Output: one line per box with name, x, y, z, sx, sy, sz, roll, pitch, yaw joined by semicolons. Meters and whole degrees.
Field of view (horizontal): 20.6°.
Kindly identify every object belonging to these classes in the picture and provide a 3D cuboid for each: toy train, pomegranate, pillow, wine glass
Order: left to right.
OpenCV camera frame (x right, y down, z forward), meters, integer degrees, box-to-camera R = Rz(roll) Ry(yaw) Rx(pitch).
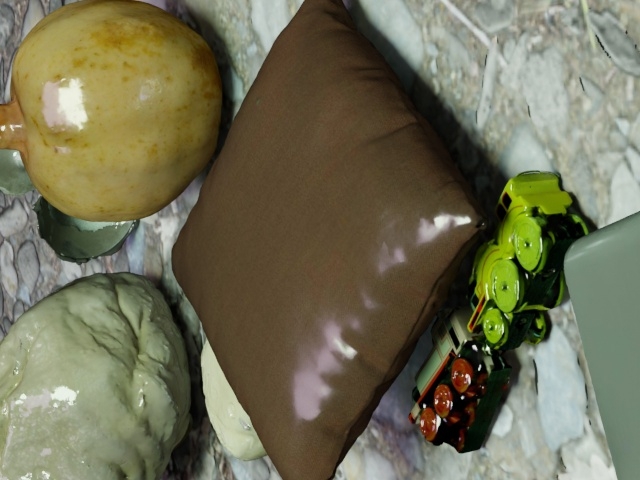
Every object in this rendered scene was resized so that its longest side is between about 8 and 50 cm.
wine glass;-0.274;-0.064;1.803;0.183;0.122;0.122;34;125;49
pomegranate;-0.188;-0.120;1.596;0.207;0.207;0.207;19;113;52
pillow;0.000;0.000;1.391;0.308;0.108;0.305;-61;41;29
toy train;0.126;0.061;1.311;0.085;0.053;0.250;64;144;38

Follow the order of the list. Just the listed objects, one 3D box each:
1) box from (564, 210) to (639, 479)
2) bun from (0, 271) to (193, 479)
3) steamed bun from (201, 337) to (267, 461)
box;0.249;0.072;1.052;0.135;0.163;0.243;-22;81;64
bun;-0.232;0.176;1.709;0.205;0.281;0.281;41;135;9
steamed bun;-0.050;0.127;1.543;0.130;0.091;0.112;62;144;39
